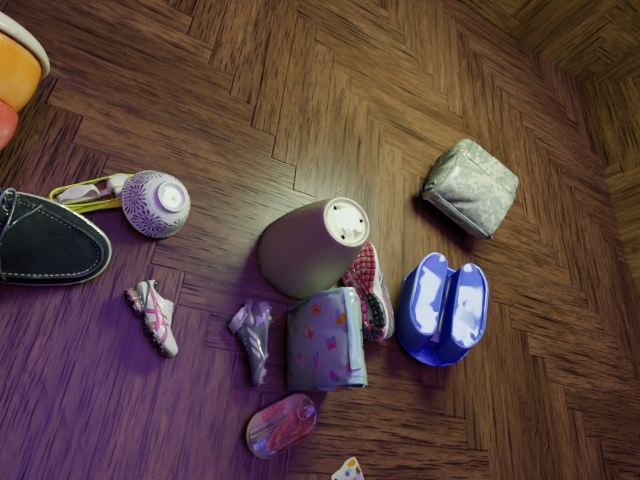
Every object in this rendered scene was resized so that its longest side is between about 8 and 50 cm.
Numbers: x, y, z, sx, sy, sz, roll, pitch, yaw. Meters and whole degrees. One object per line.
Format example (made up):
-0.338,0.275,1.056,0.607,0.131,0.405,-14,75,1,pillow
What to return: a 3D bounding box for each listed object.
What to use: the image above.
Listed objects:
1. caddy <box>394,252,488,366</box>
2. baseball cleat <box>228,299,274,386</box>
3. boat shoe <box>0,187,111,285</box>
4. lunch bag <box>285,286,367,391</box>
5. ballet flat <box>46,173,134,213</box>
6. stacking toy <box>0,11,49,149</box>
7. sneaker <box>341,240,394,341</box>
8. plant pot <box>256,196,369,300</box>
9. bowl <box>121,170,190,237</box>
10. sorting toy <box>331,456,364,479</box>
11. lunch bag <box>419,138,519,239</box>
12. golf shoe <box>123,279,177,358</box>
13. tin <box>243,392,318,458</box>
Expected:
0.366,0.208,1.230,0.241,0.179,0.341,19,60,4,caddy
-0.175,0.248,0.983,0.109,0.072,0.206,9,61,-11,baseball cleat
-0.598,-0.021,0.689,0.500,0.156,0.187,34,80,-52,boat shoe
0.024,0.245,0.968,0.160,0.262,0.223,9,65,-26,lunch bag
-0.508,-0.113,0.930,0.231,0.077,0.077,-23,81,-34,ballet flat
-0.729,-0.190,0.748,0.350,0.350,0.480,4,85,-28,stacking toy
0.140,0.146,1.178,0.112,0.120,0.299,23,55,-53,sneaker
0.000,0.000,1.049,0.256,0.274,0.257,11,64,-25,plant pot
-0.374,-0.097,0.963,0.170,0.080,0.170,19,64,-47,bowl
0.067,0.594,0.988,0.075,0.045,0.083,-16,78,-13,sorting toy
0.528,-0.175,1.452,0.305,0.212,0.256,37,56,-10,lunch bag
-0.361,0.172,0.901,0.086,0.067,0.186,-27,84,-36,golf shoe
-0.093,0.438,0.959,0.189,0.040,0.106,-15,82,-33,tin
